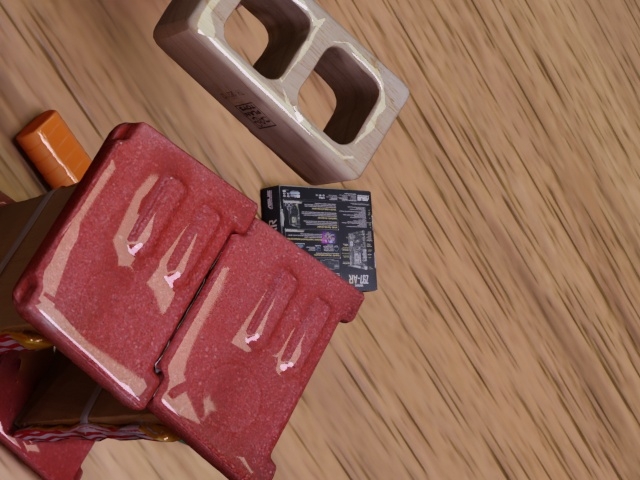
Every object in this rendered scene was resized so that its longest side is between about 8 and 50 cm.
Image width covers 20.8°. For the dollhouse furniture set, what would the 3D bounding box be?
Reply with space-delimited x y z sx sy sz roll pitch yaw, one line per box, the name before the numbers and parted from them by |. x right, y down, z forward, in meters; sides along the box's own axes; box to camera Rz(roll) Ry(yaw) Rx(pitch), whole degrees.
dollhouse furniture set | -0.052 -0.061 0.915 0.152 0.201 0.374 41 64 -25

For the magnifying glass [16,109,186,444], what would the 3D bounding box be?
magnifying glass | -0.101 0.025 1.016 0.092 0.026 0.231 -50 119 -36

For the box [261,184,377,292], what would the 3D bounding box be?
box | 0.000 0.000 1.118 0.083 0.018 0.067 1 83 -44
